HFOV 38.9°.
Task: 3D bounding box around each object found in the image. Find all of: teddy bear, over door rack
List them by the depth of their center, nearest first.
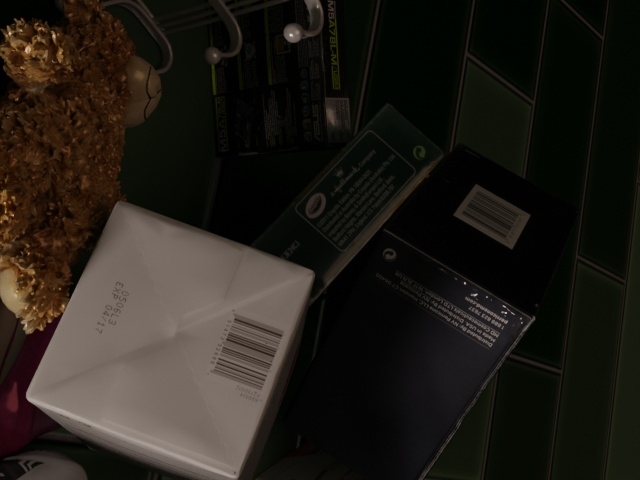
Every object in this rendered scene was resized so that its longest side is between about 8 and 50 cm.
[{"bbox_3d":[-0.210,-0.081,0.771,0.338,0.113,0.245,-72,151,-66],"label":"teddy bear"},{"bbox_3d":[-0.168,-0.303,0.841,0.108,0.240,0.324,-54,127,-40],"label":"over door rack"}]

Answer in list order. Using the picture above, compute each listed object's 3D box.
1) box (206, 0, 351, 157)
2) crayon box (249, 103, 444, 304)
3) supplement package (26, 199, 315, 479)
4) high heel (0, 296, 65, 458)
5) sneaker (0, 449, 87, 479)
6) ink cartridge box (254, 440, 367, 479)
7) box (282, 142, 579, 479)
[{"bbox_3d":[-0.050,-0.190,1.005,0.045,0.184,0.190,-7,94,-43],"label":"box"},{"bbox_3d":[0.000,0.000,1.000,0.083,0.323,0.203,42,72,3],"label":"crayon box"},{"bbox_3d":[-0.120,0.118,0.827,0.293,0.175,0.177,103,7,-70],"label":"supplement package"},{"bbox_3d":[-0.296,0.078,0.821,0.117,0.082,0.244,-16,112,-50],"label":"high heel"},{"bbox_3d":[-0.266,0.325,0.711,0.366,0.210,0.137,-39,146,-52],"label":"sneaker"},{"bbox_3d":[0.033,0.301,1.084,0.115,0.198,0.067,-27,110,-44],"label":"ink cartridge box"},{"bbox_3d":[0.131,0.086,1.060,0.296,0.183,0.294,-44,162,-57],"label":"box"}]
